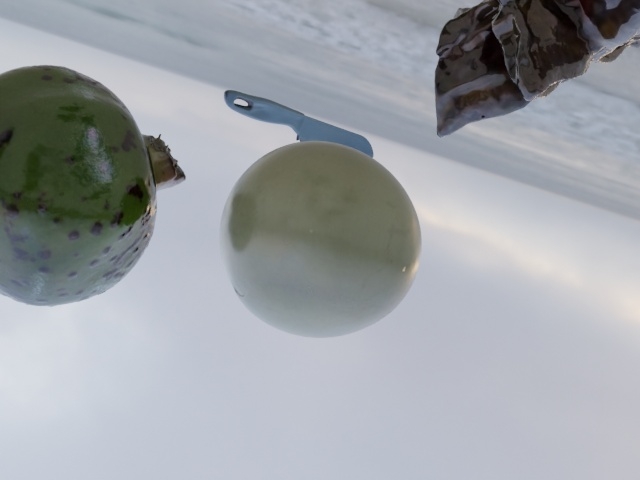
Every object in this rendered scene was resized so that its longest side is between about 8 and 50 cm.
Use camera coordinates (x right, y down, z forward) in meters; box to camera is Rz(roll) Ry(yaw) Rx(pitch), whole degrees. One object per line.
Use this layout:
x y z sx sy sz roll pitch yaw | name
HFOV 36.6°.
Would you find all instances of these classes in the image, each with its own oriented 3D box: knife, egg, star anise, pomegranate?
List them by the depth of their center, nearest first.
0.173 -0.164 0.684 0.109 0.236 0.223 61 -164 -4 | star anise
-0.276 -0.062 1.038 0.270 0.254 0.254 -20 -155 -24 | pomegranate
0.000 0.000 1.076 0.219 0.219 0.269 22 173 31 | egg
-0.023 -0.168 1.448 0.313 0.045 0.019 13 -176 -43 | knife
